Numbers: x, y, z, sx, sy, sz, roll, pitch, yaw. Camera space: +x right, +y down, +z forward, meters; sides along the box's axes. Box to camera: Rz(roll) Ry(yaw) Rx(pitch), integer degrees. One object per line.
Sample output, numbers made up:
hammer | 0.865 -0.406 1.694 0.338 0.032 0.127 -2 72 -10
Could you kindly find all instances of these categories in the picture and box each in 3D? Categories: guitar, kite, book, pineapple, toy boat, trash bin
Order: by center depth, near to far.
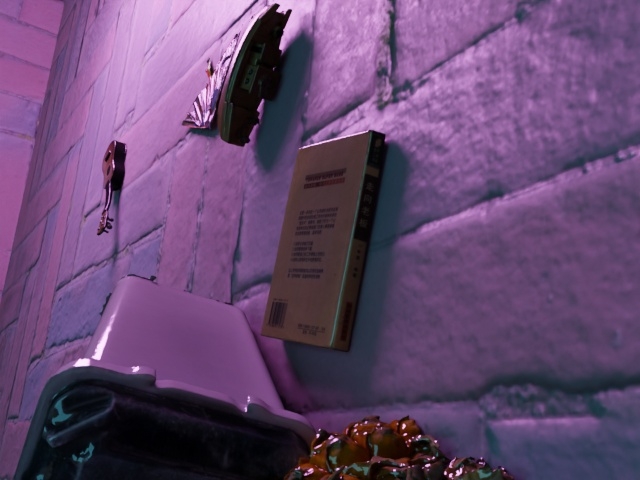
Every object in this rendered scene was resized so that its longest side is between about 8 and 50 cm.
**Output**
pineapple | 0.048 0.214 0.540 0.164 0.139 0.250 -40 41 44
trash bin | -0.149 0.204 0.803 0.368 0.296 0.256 -118 47 -69
book | 0.000 0.000 0.831 0.161 0.026 0.231 -1 76 59
toy boat | -0.092 -0.235 1.068 0.072 0.064 0.206 31 104 45
kite | -0.184 -0.261 1.288 0.241 0.014 0.183 -52 34 35
guitar | -0.468 -0.114 1.685 0.084 0.038 0.271 -50 35 38

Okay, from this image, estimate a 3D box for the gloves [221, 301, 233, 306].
gloves | -0.131 0.108 0.990 0.081 0.044 0.037 110 145 -55
